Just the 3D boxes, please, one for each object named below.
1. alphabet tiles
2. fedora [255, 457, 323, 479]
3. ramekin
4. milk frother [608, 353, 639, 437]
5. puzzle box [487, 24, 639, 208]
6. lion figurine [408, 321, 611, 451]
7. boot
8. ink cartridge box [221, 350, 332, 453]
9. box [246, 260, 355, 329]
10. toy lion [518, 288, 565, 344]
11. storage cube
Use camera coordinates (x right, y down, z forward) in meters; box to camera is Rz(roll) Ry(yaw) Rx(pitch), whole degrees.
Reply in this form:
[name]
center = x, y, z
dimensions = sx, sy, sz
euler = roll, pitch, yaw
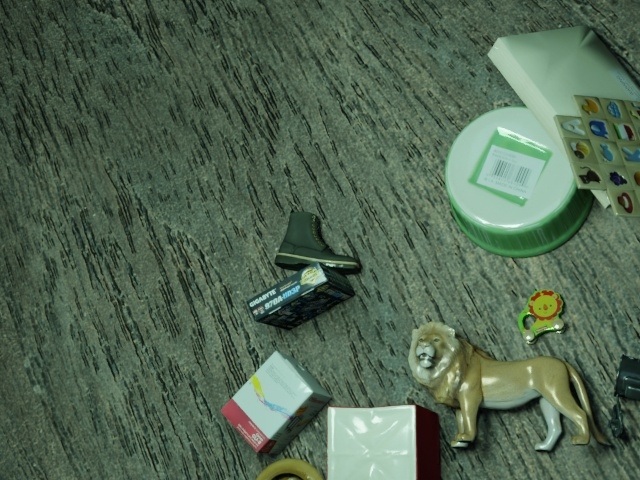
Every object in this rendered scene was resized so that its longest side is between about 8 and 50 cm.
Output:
[alphabet tiles]
center = 0.609, -0.155, 1.746
dimensions = 0.342, 0.011, 0.285
euler = 3, 56, -18
[fedora]
center = -0.058, 0.553, 1.926
dimensions = 0.194, 0.079, 0.194
euler = -8, 67, 19
[ramekin]
center = 0.400, -0.127, 1.905
dimensions = 0.303, 0.148, 0.303
euler = -5, 74, 19
[milk frother]
center = 0.619, 0.305, 1.746
dimensions = 0.134, 0.129, 0.143
euler = 12, 123, 23
[puzzle box]
center = 0.545, -0.257, 1.847
dimensions = 0.409, 0.272, 0.052
euler = 60, 144, 23
[lion figurine]
center = 0.367, 0.285, 1.830
dimensions = 0.392, 0.142, 0.240
euler = 3, 68, 6
[boot]
center = 0.000, 0.000, 2.063
dimensions = 0.197, 0.077, 0.137
euler = 7, 73, 21
[ink cartridge box]
center = -0.091, 0.344, 1.968
dimensions = 0.176, 0.128, 0.127
euler = -48, 66, 3
[box]
center = -0.037, 0.121, 1.959
dimensions = 0.175, 0.220, 0.051
euler = -30, 72, 11
[toy lion]
center = 0.446, 0.149, 1.879
dimensions = 0.100, 0.034, 0.096
euler = -24, 62, 13
[storage cube]
center = 0.127, 0.427, 1.830
dimensions = 0.183, 0.193, 0.215
euler = -4, 73, 19
